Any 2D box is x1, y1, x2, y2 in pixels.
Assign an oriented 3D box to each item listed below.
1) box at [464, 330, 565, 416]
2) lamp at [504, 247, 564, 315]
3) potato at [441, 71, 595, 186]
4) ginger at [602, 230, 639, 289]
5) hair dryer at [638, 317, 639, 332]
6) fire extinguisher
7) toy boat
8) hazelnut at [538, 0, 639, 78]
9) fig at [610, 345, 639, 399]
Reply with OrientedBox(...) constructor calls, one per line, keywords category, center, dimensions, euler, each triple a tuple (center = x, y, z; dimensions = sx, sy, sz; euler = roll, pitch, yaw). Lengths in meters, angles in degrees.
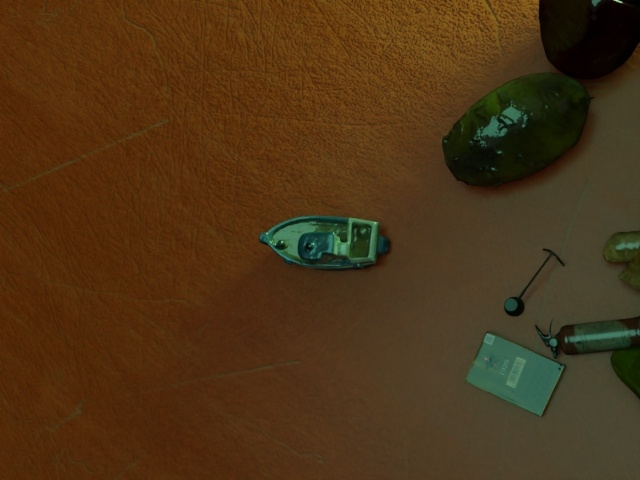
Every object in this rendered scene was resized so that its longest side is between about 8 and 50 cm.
OrientedBox(category="box", center=(0.304, 0.208, 1.611), dimensions=(0.133, 0.023, 0.090), euler=(23, 89, 21))
OrientedBox(category="lamp", center=(0.327, 0.067, 1.606), dimensions=(0.041, 0.054, 0.121), euler=(40, 97, 20))
OrientedBox(category="potato", center=(0.308, -0.173, 1.608), dimensions=(0.251, 0.113, 0.149), euler=(-24, 100, 19))
OrientedBox(category="ginger", center=(0.565, -0.036, 1.532), dimensions=(0.299, 0.065, 0.118), euler=(-40, 78, 8))
OrientedBox(category="hair dryer", center=(0.513, 0.017, 1.454), dimensions=(0.195, 0.054, 0.220), euler=(-22, 93, -18))
OrientedBox(category="fire extinguisher", center=(0.419, 0.143, 1.565), dimensions=(0.177, 0.050, 0.062), euler=(-8, 91, 18))
OrientedBox(category="toy boat", center=(0.000, 0.000, 1.707), dimensions=(0.215, 0.102, 0.088), euler=(2, 81, 20))
OrientedBox(category="hazelnut", center=(0.424, -0.348, 1.581), dimensions=(0.178, 0.178, 0.204), euler=(14, 93, 21))
OrientedBox(category="fig", center=(0.539, 0.202, 1.451), dimensions=(0.234, 0.167, 0.167), euler=(11, 86, 5))
